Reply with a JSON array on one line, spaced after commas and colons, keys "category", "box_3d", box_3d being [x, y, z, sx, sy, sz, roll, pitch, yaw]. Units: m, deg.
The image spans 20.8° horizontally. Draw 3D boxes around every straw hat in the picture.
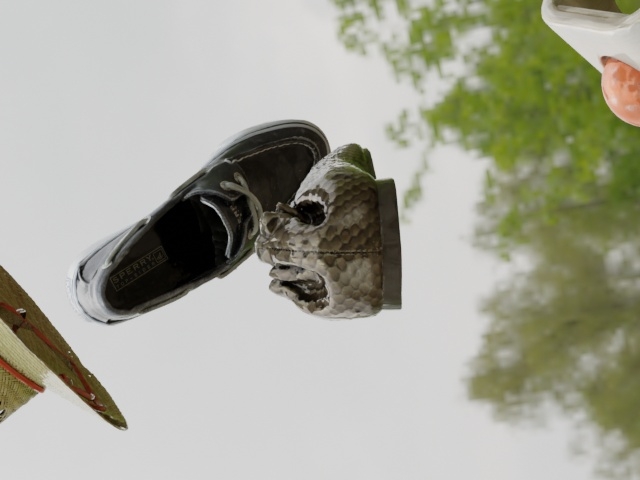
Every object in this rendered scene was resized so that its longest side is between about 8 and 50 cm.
[{"category": "straw hat", "box_3d": [-0.154, 0.049, 0.762, 0.144, 0.061, 0.144, 48, 178, 2]}]

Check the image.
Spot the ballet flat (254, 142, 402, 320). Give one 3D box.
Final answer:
[{"category": "ballet flat", "box_3d": [0.000, 0.000, 0.779, 0.250, 0.058, 0.084, -120, 26, -86]}]

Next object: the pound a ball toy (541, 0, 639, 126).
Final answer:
[{"category": "pound a ball toy", "box_3d": [0.265, -0.087, 0.998, 0.319, 0.208, 0.136, 37, -93, -25]}]

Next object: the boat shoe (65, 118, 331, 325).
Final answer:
[{"category": "boat shoe", "box_3d": [-0.098, -0.021, 1.617, 0.301, 0.102, 0.108, -32, -79, -24]}]
